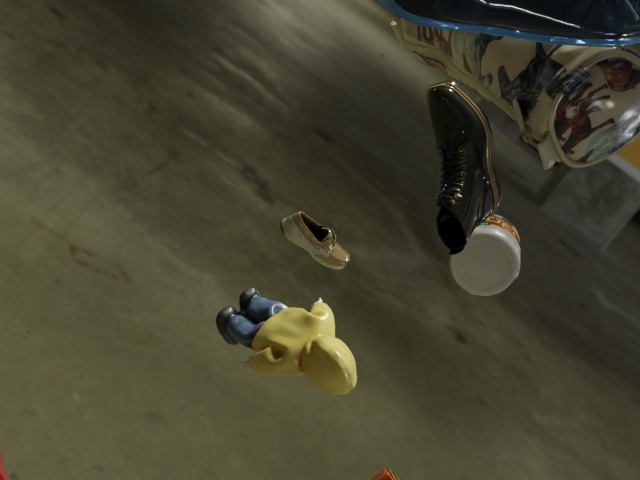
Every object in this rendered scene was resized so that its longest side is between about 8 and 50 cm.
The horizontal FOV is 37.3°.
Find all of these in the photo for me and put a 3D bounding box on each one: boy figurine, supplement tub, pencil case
[{"bbox_3d":[-0.041,0.162,1.565,0.285,0.177,0.092,21,-37,41],"label":"boy figurine"},{"bbox_3d":[0.285,0.019,1.631,0.117,0.117,0.190,37,17,1],"label":"supplement tub"},{"bbox_3d":[0.266,-0.256,1.334,0.410,0.184,0.159,49,-21,47],"label":"pencil case"}]

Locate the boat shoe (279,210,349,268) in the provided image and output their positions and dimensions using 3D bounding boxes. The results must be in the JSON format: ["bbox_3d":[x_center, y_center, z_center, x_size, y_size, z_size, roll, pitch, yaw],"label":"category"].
[{"bbox_3d":[0.000,0.000,1.455,0.135,0.045,0.050,31,36,-34],"label":"boat shoe"}]

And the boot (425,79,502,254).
[{"bbox_3d":[0.172,-0.094,1.220,0.137,0.077,0.197,-49,118,-48],"label":"boot"}]

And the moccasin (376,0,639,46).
[{"bbox_3d":[0.215,-0.256,0.901,0.342,0.116,0.138,-6,33,-32],"label":"moccasin"}]

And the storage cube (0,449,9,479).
[{"bbox_3d":[-0.381,0.157,0.767,0.184,0.215,0.193,28,-35,62],"label":"storage cube"}]

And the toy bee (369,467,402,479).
[{"bbox_3d":[0.167,0.473,1.385,0.162,0.195,0.298,48,24,-70],"label":"toy bee"}]
